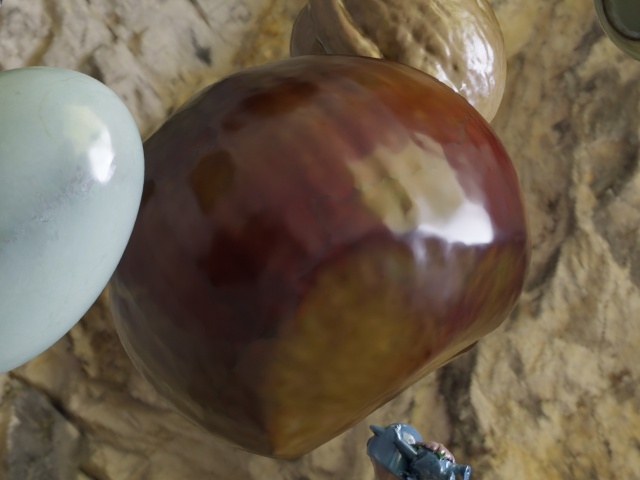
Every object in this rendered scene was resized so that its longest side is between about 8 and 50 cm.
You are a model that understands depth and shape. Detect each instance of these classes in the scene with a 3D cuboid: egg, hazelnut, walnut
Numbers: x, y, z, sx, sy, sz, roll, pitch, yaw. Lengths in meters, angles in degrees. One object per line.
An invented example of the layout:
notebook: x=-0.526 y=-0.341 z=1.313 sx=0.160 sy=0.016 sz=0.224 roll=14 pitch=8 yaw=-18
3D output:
egg: x=-0.228 y=-0.010 z=0.752 sx=0.264 sy=0.183 sz=0.183 roll=-39 pitch=-155 yaw=20
hazelnut: x=0.000 y=0.000 z=1.091 sx=0.429 sy=0.402 sz=0.402 roll=-26 pitch=-156 yaw=-17
walnut: x=0.107 y=-0.259 z=1.592 sx=0.332 sy=0.333 sz=0.333 roll=-28 pitch=-151 yaw=17

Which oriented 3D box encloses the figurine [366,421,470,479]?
figurine: x=0.149 y=0.381 z=1.820 sx=0.178 sy=0.114 sz=0.145 roll=12 pitch=-95 yaw=37

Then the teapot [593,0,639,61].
teapot: x=0.526 y=-0.330 z=1.529 sx=0.149 sy=0.220 sz=0.318 roll=-25 pitch=-129 yaw=-27

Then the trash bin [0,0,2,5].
trash bin: x=-0.367 y=-0.255 z=0.905 sx=0.115 sy=0.225 sz=0.165 roll=-42 pitch=-149 yaw=44
